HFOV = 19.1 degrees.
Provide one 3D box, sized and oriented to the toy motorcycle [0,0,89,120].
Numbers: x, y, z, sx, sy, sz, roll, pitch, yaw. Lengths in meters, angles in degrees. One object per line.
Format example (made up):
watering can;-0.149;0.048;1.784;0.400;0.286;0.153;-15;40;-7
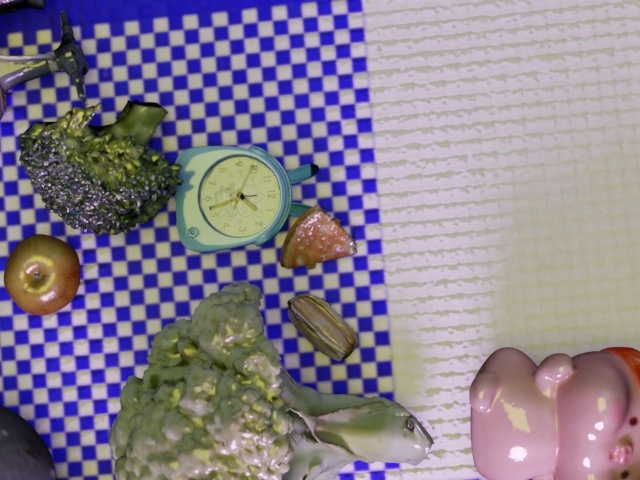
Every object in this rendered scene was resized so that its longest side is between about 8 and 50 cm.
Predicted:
toy motorcycle;-0.316;-0.243;1.956;0.157;0.091;0.263;-1;85;2

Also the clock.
clock;-0.074;-0.044;1.938;0.147;0.045;0.108;-3;87;6

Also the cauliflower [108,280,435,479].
cauliflower;-0.077;0.191;1.857;0.260;0.281;0.327;37;118;29

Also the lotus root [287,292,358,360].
lotus root;0.001;0.087;1.929;0.083;0.030;0.037;44;62;4

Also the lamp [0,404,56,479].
lamp;-0.410;0.281;1.892;0.314;0.182;0.182;-31;84;4

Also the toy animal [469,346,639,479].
toy animal;0.245;0.179;1.836;0.198;0.171;0.171;2;87;11

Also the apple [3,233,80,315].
apple;-0.285;0.035;1.945;0.084;0.071;0.084;0;88;8

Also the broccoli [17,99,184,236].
broccoli;-0.218;-0.084;1.927;0.154;0.167;0.160;42;62;-22

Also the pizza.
pizza;-0.001;-0.001;1.933;0.078;0.025;0.083;16;123;-27
